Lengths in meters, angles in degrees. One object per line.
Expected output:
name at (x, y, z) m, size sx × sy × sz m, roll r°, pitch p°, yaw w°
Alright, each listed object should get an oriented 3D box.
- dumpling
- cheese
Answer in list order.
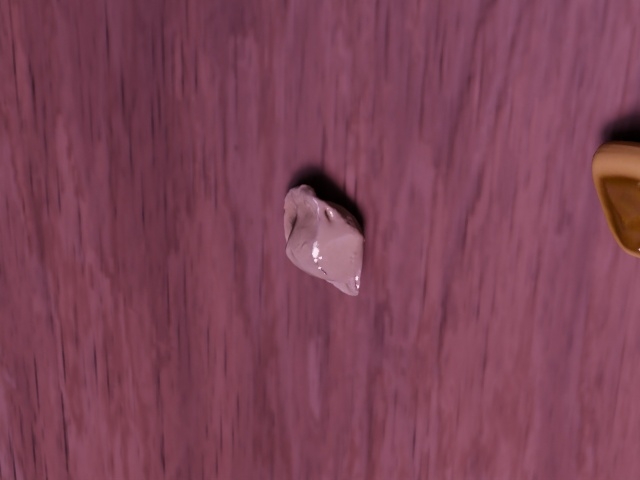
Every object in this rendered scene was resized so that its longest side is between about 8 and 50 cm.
dumpling at (0.002, -0.002, 1.301) m, size 0.076 × 0.057 × 0.052 m, roll 32°, pitch 97°, yaw -34°
cheese at (0.237, -0.016, 1.145) m, size 0.162 × 0.036 × 0.086 m, roll 13°, pitch 132°, yaw 47°
